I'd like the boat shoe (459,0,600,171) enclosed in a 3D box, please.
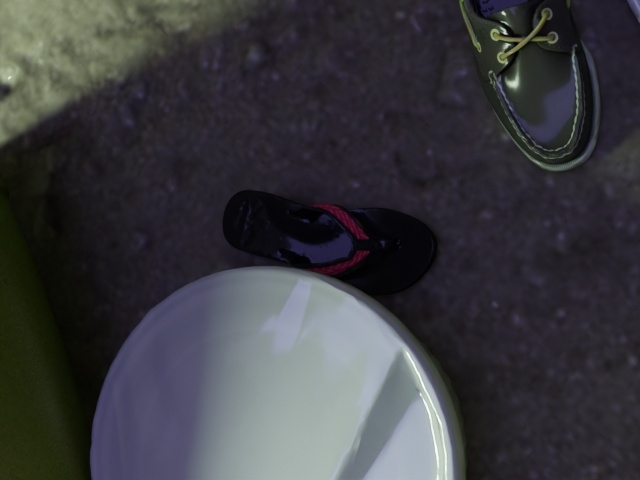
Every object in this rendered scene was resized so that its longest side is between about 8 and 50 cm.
[{"bbox_3d":[0.139,-0.160,0.789,0.081,0.068,0.228,-19,80,19],"label":"boat shoe"}]

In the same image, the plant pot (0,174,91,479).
[{"bbox_3d":[-0.330,0.137,0.820,0.366,0.366,0.353,-32,88,16],"label":"plant pot"}]

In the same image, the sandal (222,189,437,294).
[{"bbox_3d":[0.000,0.000,0.845,0.179,0.040,0.067,11,90,21],"label":"sandal"}]

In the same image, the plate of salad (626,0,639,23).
[{"bbox_3d":[0.300,-0.207,0.743,0.199,0.048,0.200,-1,87,21],"label":"plate of salad"}]

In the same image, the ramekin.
[{"bbox_3d":[-0.017,0.155,0.796,0.272,0.127,0.273,-2,85,21],"label":"ramekin"}]
